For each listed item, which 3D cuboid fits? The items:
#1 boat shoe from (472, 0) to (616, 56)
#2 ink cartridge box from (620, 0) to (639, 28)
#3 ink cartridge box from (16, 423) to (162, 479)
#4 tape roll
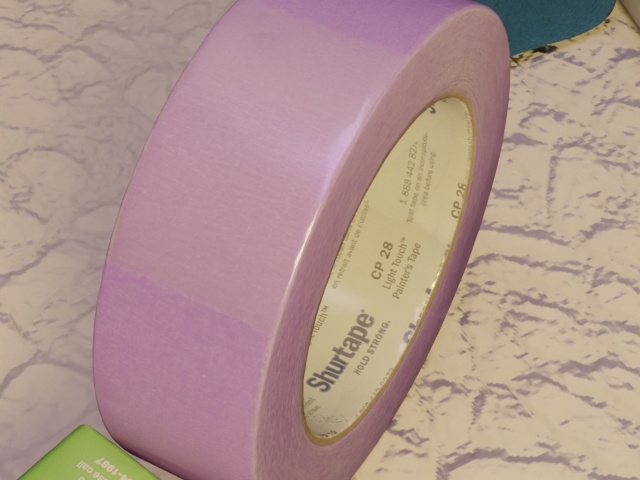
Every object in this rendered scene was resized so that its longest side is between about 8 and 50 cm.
[{"bbox_3d":[0.085,-0.164,1.006,0.258,0.109,0.089,-9,40,-29],"label":"boat shoe"},{"bbox_3d":[0.338,-0.180,0.985,0.211,0.121,0.289,-14,50,-12],"label":"ink cartridge box"},{"bbox_3d":[-0.127,0.244,0.626,0.198,0.115,0.273,32,56,26],"label":"ink cartridge box"},{"bbox_3d":[0.000,0.000,0.731,0.090,0.275,0.275,23,53,20],"label":"tape roll"}]
